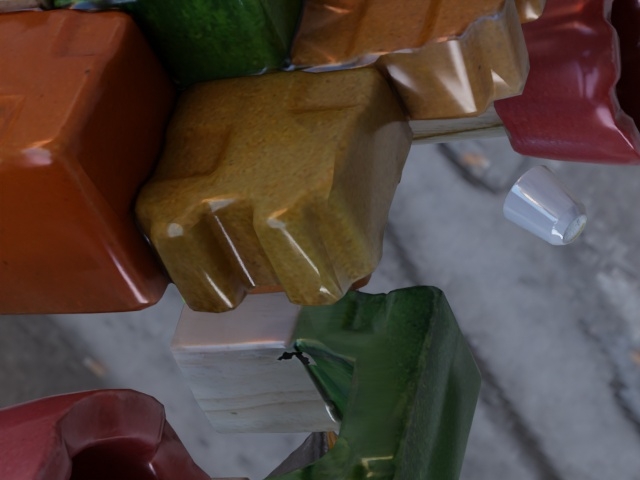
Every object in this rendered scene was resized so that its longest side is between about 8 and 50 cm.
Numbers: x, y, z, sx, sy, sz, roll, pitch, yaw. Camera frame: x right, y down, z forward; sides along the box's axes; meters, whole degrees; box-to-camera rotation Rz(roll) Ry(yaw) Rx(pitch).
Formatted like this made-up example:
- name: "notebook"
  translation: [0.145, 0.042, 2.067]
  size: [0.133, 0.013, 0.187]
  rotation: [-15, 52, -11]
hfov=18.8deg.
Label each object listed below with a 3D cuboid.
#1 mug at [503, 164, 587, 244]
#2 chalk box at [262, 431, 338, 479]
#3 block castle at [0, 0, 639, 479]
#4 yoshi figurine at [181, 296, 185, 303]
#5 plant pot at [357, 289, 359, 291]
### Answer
- name: "mug"
  translation: [0.220, -0.030, 1.817]
  size: [0.064, 0.078, 0.062]
  rotation: [40, 128, 30]
- name: "chalk box"
  translation: [-0.030, 0.288, 1.098]
  size: [0.179, 0.180, 0.289]
  rotation: [40, 106, -19]
- name: "block castle"
  translation: [0.000, 0.000, 0.588]
  size: [0.212, 0.453, 0.303]
  rotation: [-4, 138, 26]
- name: "yoshi figurine"
  translation: [-0.123, -0.048, 1.992]
  size: [0.362, 0.203, 0.203]
  rotation: [56, 165, -1]
- name: "plant pot"
  translation: [-0.035, 0.063, 1.722]
  size: [0.237, 0.109, 0.237]
  rotation: [166, 90, -81]
